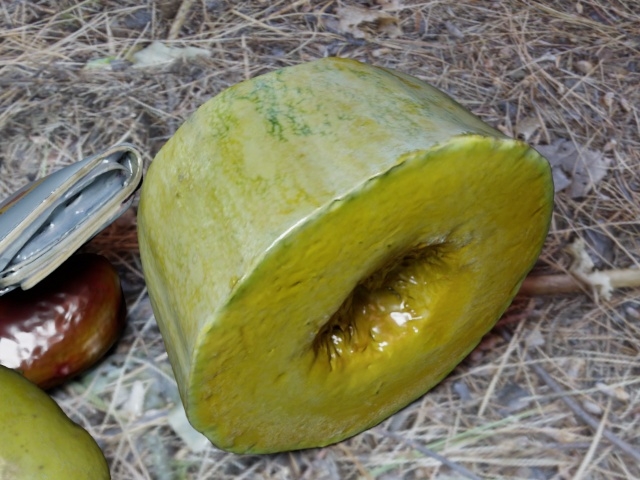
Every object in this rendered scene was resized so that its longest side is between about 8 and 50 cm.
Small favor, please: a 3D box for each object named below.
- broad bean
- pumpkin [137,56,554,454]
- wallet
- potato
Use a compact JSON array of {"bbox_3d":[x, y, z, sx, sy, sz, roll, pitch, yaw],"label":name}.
[{"bbox_3d":[-0.246,0.075,0.767,0.165,0.084,0.114,-25,39,-19],"label":"broad bean"},{"bbox_3d":[0.000,0.000,0.727,0.332,0.332,0.199,-23,54,-26],"label":"pumpkin"},{"bbox_3d":[-0.251,-0.009,0.769,0.170,0.231,0.069,-42,109,-27],"label":"wallet"},{"bbox_3d":[-0.268,0.136,0.641,0.272,0.160,0.111,20,81,9],"label":"potato"}]
